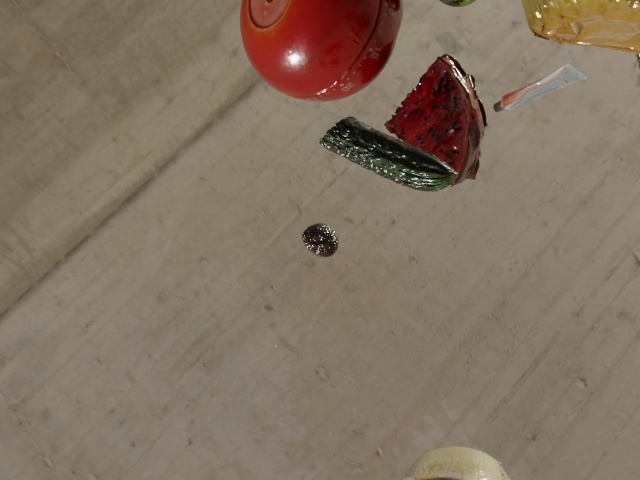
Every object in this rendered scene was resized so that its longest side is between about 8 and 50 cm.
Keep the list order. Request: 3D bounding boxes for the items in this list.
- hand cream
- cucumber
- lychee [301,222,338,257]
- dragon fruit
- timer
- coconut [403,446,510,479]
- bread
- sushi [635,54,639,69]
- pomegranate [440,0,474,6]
[{"bbox_3d":[0.463,-0.326,1.271,0.052,0.216,0.038,-7,-96,-34],"label":"hand cream"},{"bbox_3d":[0.115,-0.143,1.006,0.265,0.077,0.077,34,-105,32],"label":"cucumber"},{"bbox_3d":[0.000,0.000,1.124,0.068,0.067,0.083,-15,-153,-2],"label":"lychee"},{"bbox_3d":[0.297,-0.302,1.475,0.240,0.330,0.302,11,-79,15],"label":"dragon fruit"},{"bbox_3d":[-0.010,-0.506,1.316,0.378,0.279,0.377,-3,-94,42],"label":"timer"},{"bbox_3d":[0.245,0.493,1.036,0.227,0.230,0.227,5,-77,22],"label":"coconut"},{"bbox_3d":[0.358,-0.315,0.726,0.240,0.240,0.139,16,-86,21],"label":"bread"},{"bbox_3d":[0.553,-0.212,0.912,0.064,0.343,0.359,-23,-131,42],"label":"sushi"},{"bbox_3d":[0.333,-0.584,1.272,0.220,0.156,0.156,21,-109,25],"label":"pomegranate"}]
